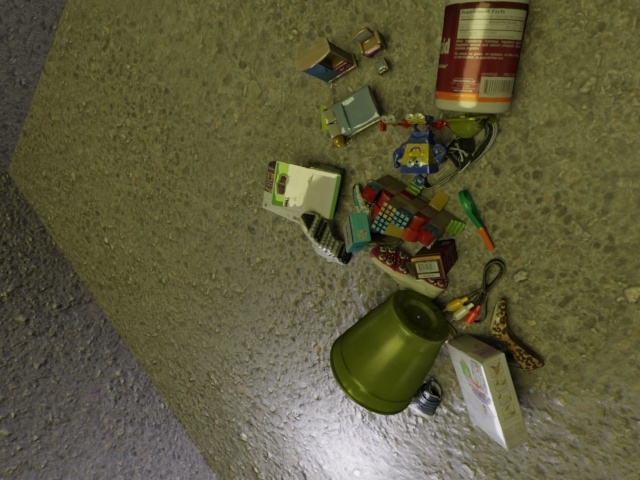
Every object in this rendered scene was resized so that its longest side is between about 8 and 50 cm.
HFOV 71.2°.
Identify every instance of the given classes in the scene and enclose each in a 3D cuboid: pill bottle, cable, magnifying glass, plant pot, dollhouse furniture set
[{"bbox_3d":[0.456,-0.572,1.265,0.223,0.224,0.393,14,114,27],"label":"pill bottle"},{"bbox_3d":[0.565,0.202,1.571,0.139,0.072,0.287,38,123,8],"label":"cable"},{"bbox_3d":[0.524,-0.066,1.500,0.026,0.092,0.231,-27,103,33],"label":"magnifying glass"},{"bbox_3d":[0.272,0.377,1.630,0.366,0.366,0.353,40,125,14],"label":"plant pot"},{"bbox_3d":[0.098,-0.499,1.485,0.286,0.198,0.304,-21,84,31],"label":"dollhouse furniture set"}]

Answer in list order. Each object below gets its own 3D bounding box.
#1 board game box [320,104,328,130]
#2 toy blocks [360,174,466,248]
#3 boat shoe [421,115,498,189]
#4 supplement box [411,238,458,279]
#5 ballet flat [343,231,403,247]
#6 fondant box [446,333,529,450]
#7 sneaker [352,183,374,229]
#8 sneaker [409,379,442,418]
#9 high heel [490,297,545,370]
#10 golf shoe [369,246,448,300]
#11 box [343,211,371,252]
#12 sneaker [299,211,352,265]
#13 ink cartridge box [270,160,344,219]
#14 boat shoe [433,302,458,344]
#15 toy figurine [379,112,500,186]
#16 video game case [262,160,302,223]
[{"bbox_3d":[0.090,-0.457,1.645,0.181,0.043,0.092,5,110,30],"label":"board game box"},{"bbox_3d":[0.278,-0.091,1.527,0.381,0.260,0.191,36,122,17],"label":"toy blocks"},{"bbox_3d":[0.444,-0.277,1.452,0.108,0.102,0.301,51,126,6],"label":"boat shoe"},{"bbox_3d":[0.399,0.064,1.551,0.104,0.188,0.081,-7,104,34],"label":"supplement box"},{"bbox_3d":[0.204,-0.002,1.731,0.249,0.058,0.084,0,64,31],"label":"ballet flat"},{"bbox_3d":[0.585,0.525,1.578,0.238,0.096,0.331,-161,51,-77],"label":"fondant box"},{"bbox_3d":[0.174,-0.127,1.710,0.082,0.071,0.191,-14,97,8],"label":"sneaker"},{"bbox_3d":[0.381,0.611,1.815,0.226,0.086,0.164,24,130,12],"label":"sneaker"},{"bbox_3d":[0.682,0.323,1.537,0.186,0.093,0.262,7,114,24],"label":"high heel"},{"bbox_3d":[0.310,0.133,1.659,0.306,0.115,0.140,28,132,5],"label":"golf shoe"},{"bbox_3d":[0.126,-0.025,1.595,0.060,0.244,0.101,-8,82,-4],"label":"box"},{"bbox_3d":[0.000,0.000,1.775,0.118,0.110,0.292,-2,139,47],"label":"sneaker"},{"bbox_3d":[-0.051,-0.209,1.741,0.254,0.097,0.189,14,115,6],"label":"ink cartridge box"},{"bbox_3d":[0.451,0.333,1.688,0.068,0.072,0.190,-38,85,36],"label":"boat shoe"},{"bbox_3d":[0.353,-0.275,1.396,0.362,0.191,0.218,11,100,41],"label":"toy figurine"},{"bbox_3d":[-0.131,-0.197,1.878,0.231,0.041,0.211,24,118,23],"label":"video game case"}]
